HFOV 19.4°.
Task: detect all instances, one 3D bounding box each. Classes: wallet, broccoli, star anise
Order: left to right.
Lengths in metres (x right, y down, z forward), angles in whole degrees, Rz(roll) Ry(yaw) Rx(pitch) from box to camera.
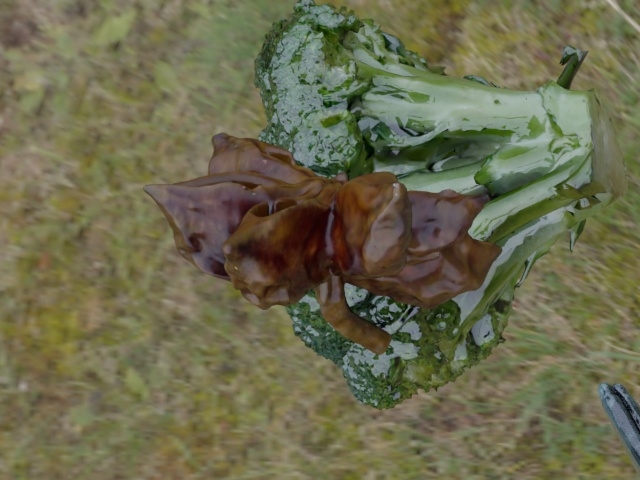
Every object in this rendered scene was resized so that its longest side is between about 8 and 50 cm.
[{"bbox_3d":[0.001,-0.004,1.111,0.212,0.196,0.111,20,86,3],"label":"star anise"},{"bbox_3d":[0.081,-0.041,1.382,0.283,0.321,0.304,-16,90,25],"label":"broccoli"},{"bbox_3d":[0.207,0.148,1.096,0.026,0.088,0.129,-28,55,3],"label":"wallet"}]
